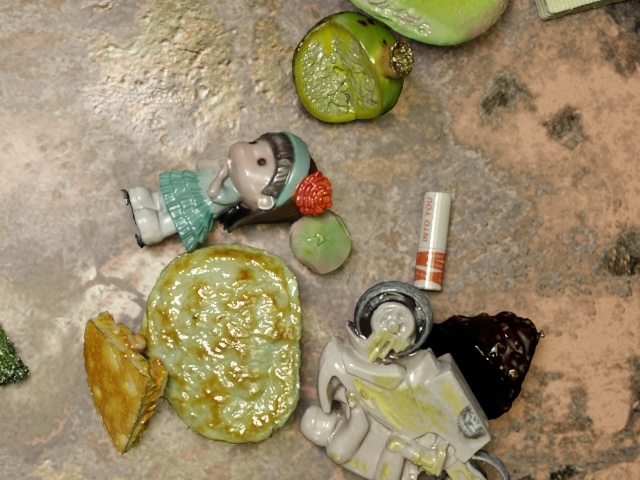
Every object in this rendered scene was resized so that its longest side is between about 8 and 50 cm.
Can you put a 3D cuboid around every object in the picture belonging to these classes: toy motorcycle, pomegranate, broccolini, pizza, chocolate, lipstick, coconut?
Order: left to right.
[{"bbox_3d":[-0.429,0.071,1.174,0.054,0.051,0.239,-25,83,-55],"label":"broccolini"},{"bbox_3d":[-0.231,0.173,1.164,0.046,0.134,0.175,-14,100,-47],"label":"pizza"},{"bbox_3d":[0.000,0.000,1.236,0.082,0.081,0.083,21,91,5],"label":"coconut"},{"bbox_3d":[0.052,-0.227,1.230,0.143,0.169,0.122,64,35,-14],"label":"pomegranate"},{"bbox_3d":[0.091,0.227,1.203,0.223,0.108,0.340,-26,102,12],"label":"toy motorcycle"},{"bbox_3d":[0.149,0.002,1.281,0.038,0.038,0.130,8,84,-10],"label":"lipstick"},{"bbox_3d":[0.221,0.141,1.252,0.133,0.156,0.156,-35,92,-33],"label":"chocolate"}]

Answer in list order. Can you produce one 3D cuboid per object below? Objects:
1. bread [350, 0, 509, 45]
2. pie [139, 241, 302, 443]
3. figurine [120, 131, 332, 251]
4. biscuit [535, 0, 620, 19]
[{"bbox_3d":[0.131,-0.394,1.267,0.301,0.045,0.301,9,66,-21],"label":"bread"},{"bbox_3d":[-0.121,0.125,1.199,0.201,0.090,0.248,1,86,3],"label":"pie"},{"bbox_3d":[-0.114,-0.053,1.197,0.246,0.110,0.138,-18,56,-6],"label":"figurine"},{"bbox_3d":[0.386,-0.389,1.357,0.199,0.040,0.121,-16,86,-12],"label":"biscuit"}]
